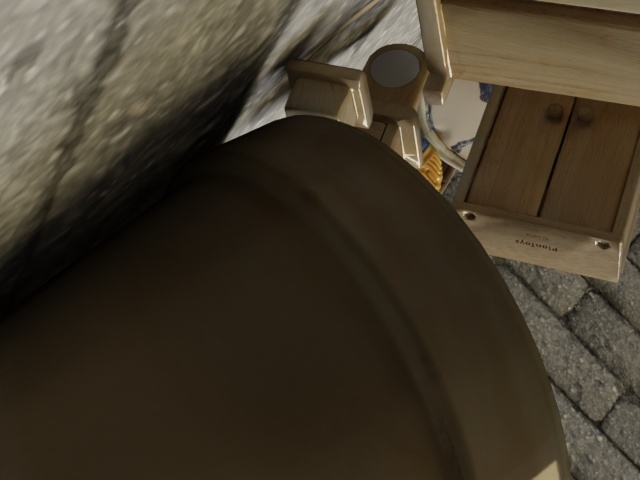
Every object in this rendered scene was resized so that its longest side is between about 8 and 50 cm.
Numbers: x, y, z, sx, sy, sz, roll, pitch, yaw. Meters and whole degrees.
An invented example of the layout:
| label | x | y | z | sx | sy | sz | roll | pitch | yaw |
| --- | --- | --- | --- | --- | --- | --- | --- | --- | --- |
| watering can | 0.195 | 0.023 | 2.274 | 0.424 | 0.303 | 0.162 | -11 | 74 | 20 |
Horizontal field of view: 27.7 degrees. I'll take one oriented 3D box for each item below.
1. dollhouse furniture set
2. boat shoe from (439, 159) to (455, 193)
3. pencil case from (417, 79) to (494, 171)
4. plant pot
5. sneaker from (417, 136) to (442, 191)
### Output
| label | x | y | z | sx | sy | sz | roll | pitch | yaw |
| --- | --- | --- | --- | --- | --- | --- | --- | --- | --- |
| dollhouse furniture set | 0.116 | -0.154 | 0.691 | 0.355 | 0.303 | 0.173 | 74 | 32 | -55 |
| boat shoe | 0.122 | -0.097 | 1.642 | 0.257 | 0.095 | 0.095 | -43 | -178 | -25 |
| pencil case | 0.245 | -0.190 | 1.394 | 0.183 | 0.160 | 0.410 | -49 | 175 | 33 |
| plant pot | -0.076 | 0.129 | 0.701 | 0.280 | 0.323 | 0.323 | -24 | 167 | -28 |
| sneaker | -0.009 | -0.007 | 1.311 | 0.296 | 0.112 | 0.131 | -40 | -170 | 1 |
